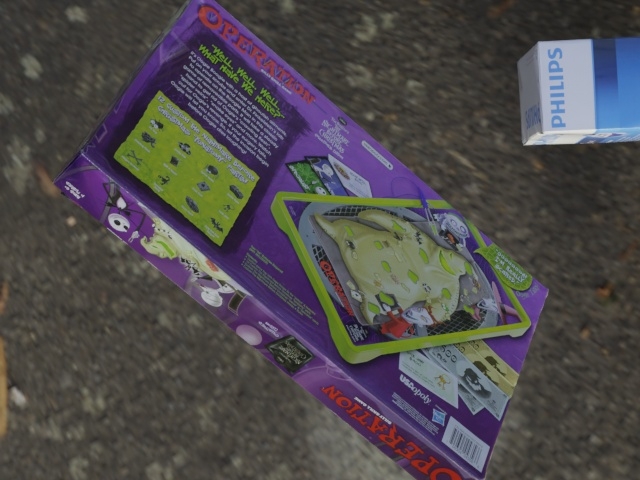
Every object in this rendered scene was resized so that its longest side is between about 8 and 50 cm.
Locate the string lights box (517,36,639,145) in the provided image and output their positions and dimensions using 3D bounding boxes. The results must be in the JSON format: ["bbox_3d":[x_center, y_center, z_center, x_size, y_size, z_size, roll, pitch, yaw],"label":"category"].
[{"bbox_3d":[0.297,-0.123,1.363,0.259,0.133,0.077,-3,89,-1],"label":"string lights box"}]

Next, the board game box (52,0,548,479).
[{"bbox_3d":[0.000,0.000,1.169,0.347,0.056,0.208,40,46,-12],"label":"board game box"}]
